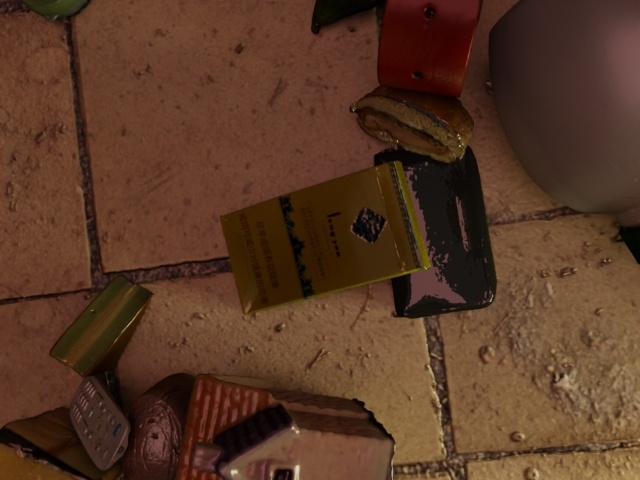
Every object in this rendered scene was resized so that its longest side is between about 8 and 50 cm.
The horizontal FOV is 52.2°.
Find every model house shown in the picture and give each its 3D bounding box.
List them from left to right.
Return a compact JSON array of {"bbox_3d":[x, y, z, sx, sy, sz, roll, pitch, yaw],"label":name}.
[{"bbox_3d":[-0.059,0.294,0.808,0.238,0.237,0.202,13,89,-10],"label":"model house"}]

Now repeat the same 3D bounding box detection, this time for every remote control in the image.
[{"bbox_3d":[-0.308,0.248,0.918,0.044,0.229,0.073,34,80,-33],"label":"remote control"}]

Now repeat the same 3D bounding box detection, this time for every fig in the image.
[{"bbox_3d":[0.042,-0.369,0.928,0.117,0.117,0.177,46,105,8],"label":"fig"}]

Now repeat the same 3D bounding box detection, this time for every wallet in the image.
[{"bbox_3d":[0.162,-0.019,0.919,0.149,0.044,0.250,-7,86,5],"label":"wallet"}]

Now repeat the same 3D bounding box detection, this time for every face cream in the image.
[{"bbox_3d":[0.389,-0.168,0.789,0.313,0.219,0.356,-32,86,23],"label":"face cream"}]

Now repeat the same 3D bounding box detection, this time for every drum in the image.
[{"bbox_3d":[-0.357,-0.433,1.016,0.253,0.049,0.130,-20,85,8],"label":"drum"}]

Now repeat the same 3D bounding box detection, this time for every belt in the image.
[{"bbox_3d":[0.157,-0.329,0.827,0.115,0.227,0.323,12,56,7],"label":"belt"}]

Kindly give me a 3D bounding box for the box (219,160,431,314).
[{"bbox_3d":[-0.001,0.000,0.921,0.279,0.041,0.153,-16,85,19],"label":"box"}]

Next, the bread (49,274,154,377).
[{"bbox_3d":[-0.322,0.123,0.969,0.074,0.084,0.139,31,92,10],"label":"bread"}]

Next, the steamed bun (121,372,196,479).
[{"bbox_3d":[-0.208,0.284,0.914,0.107,0.145,0.175,7,93,8],"label":"steamed bun"}]

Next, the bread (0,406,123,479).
[{"bbox_3d":[-0.388,0.392,0.932,0.163,0.168,0.263,21,94,9],"label":"bread"}]

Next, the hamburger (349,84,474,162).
[{"bbox_3d":[0.136,-0.186,0.896,0.176,0.087,0.102,23,67,29],"label":"hamburger"}]
